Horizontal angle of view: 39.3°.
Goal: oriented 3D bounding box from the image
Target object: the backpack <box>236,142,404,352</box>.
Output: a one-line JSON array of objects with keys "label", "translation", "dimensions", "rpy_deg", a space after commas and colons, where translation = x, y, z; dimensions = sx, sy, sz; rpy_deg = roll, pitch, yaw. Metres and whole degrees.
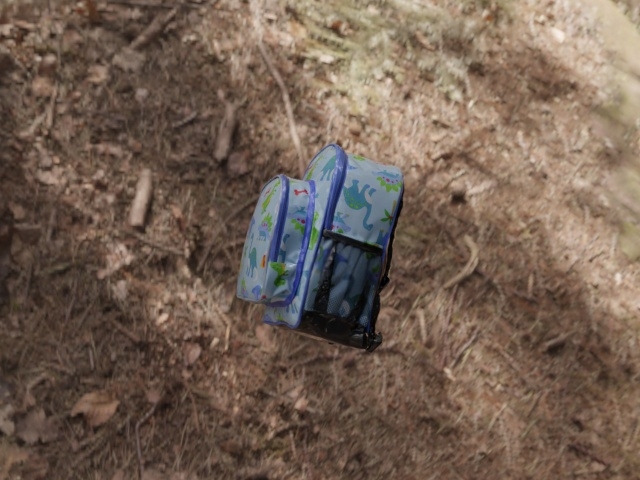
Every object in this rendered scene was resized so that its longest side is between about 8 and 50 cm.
[{"label": "backpack", "translation": [0.000, 0.000, 0.542], "dimensions": [0.084, 0.105, 0.114], "rpy_deg": [19, 83, -14]}]
